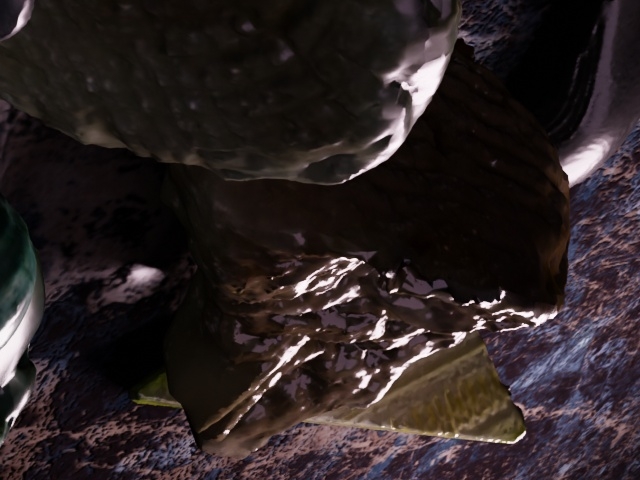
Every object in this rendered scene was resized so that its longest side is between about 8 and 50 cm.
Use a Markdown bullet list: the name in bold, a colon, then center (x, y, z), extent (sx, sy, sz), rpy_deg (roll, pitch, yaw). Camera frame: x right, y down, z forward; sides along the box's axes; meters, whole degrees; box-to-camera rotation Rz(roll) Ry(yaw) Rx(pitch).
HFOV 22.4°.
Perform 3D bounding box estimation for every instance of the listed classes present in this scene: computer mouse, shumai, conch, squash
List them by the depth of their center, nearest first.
- **shumai**: center (-0.054, -0.210, 0.717), extent (0.309, 0.304, 0.263), rpy_deg (95, 16, -54)
- **conch**: center (-0.223, 0.033, 0.875), extent (0.196, 0.134, 0.202), rpy_deg (-73, -178, -54)
- **shumai**: center (-0.002, 0.001, 1.092), extent (0.346, 0.217, 0.283), rpy_deg (2, 154, -44)
- **computer mouse**: center (0.208, -0.110, 1.260), extent (0.147, 0.088, 0.264), rpy_deg (-9, 136, -50)
- **squash**: center (-0.003, 0.132, 1.283), extent (0.289, 0.203, 0.111), rpy_deg (-30, -169, -26)

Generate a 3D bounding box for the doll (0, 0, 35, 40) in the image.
- **doll**: center (-0.266, -0.116, 0.587), extent (0.246, 0.158, 0.340), rpy_deg (-46, 120, 11)
